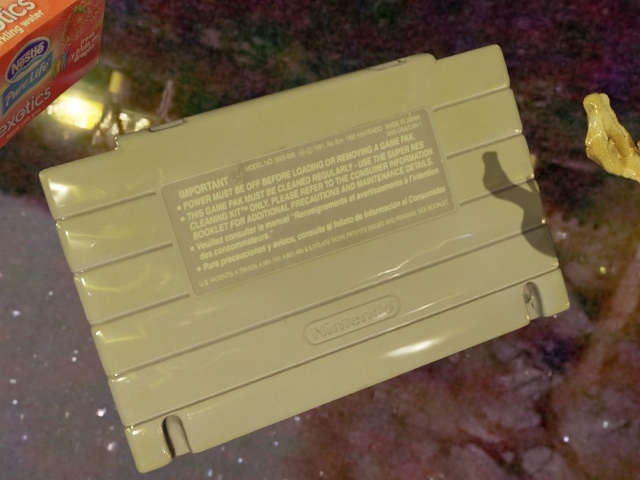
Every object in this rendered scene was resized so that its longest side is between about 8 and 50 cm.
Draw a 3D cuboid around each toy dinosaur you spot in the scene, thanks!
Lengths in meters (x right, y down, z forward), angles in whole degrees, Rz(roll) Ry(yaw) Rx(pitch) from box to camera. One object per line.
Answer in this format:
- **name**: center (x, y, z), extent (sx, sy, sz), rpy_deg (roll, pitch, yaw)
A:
- **toy dinosaur**: center (0.193, -0.004, 0.329), extent (0.183, 0.053, 0.092), rpy_deg (38, -139, 18)

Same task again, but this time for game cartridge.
- **game cartridge**: center (0.000, 0.000, 0.557), extent (0.355, 0.230, 0.068), rpy_deg (-18, -178, -14)

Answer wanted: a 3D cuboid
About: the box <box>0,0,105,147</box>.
- **box**: center (-0.385, -0.206, 0.803), extent (0.154, 0.300, 0.142), rpy_deg (32, 141, 1)
